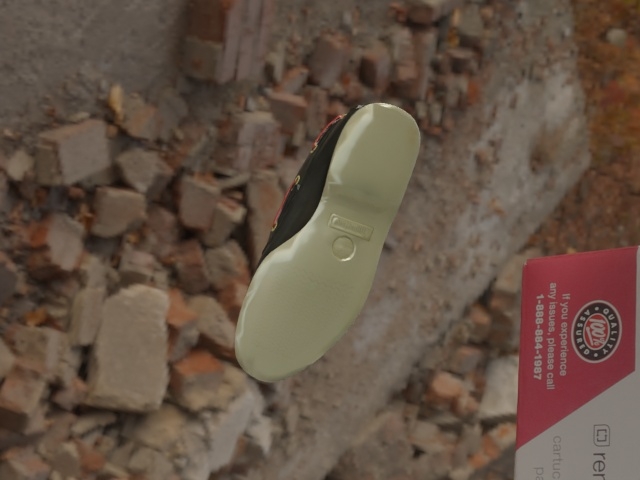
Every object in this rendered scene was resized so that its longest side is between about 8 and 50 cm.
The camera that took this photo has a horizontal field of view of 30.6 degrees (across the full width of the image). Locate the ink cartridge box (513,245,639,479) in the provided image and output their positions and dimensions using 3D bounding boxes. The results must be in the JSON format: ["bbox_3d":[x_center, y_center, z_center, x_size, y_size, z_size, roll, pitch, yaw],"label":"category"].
[{"bbox_3d":[0.243,0.101,0.550,0.117,0.283,0.207,30,59,-48],"label":"ink cartridge box"}]

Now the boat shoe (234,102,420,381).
[{"bbox_3d":[0.002,0.001,0.519,0.133,0.049,0.042,-64,-168,-3],"label":"boat shoe"}]
